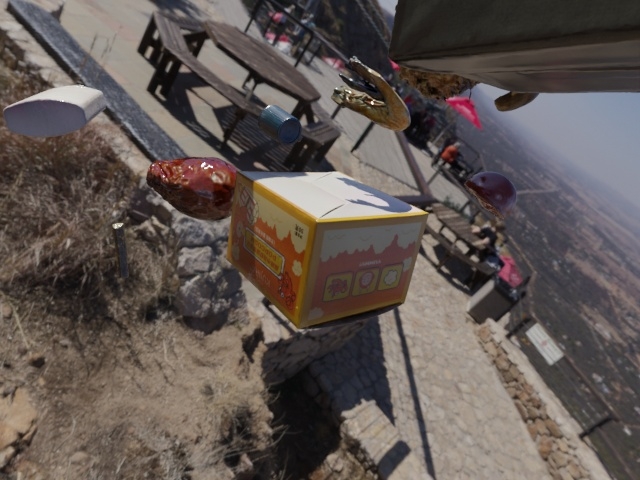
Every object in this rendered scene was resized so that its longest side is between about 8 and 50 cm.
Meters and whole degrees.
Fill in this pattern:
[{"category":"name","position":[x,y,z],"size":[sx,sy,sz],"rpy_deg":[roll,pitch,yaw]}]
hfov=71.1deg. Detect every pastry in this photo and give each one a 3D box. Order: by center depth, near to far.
[{"category":"pastry","position":[0.256,-0.418,0.893],"size":[0.193,0.274,0.275],"rpy_deg":[-19,59,-45]}]

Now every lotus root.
[{"category":"lotus root","position":[0.371,-0.267,0.840],"size":[0.037,0.083,0.030],"rpy_deg":[-1,73,-50]}]

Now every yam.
[{"category":"yam","position":[-0.522,0.028,1.172],"size":[0.032,0.145,0.032],"rpy_deg":[-1,10,0]}]

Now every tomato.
[{"category":"tomato","position":[0.469,-0.132,1.211],"size":[0.159,0.091,0.139],"rpy_deg":[32,15,-52]}]

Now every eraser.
[{"category":"eraser","position":[-0.677,-0.342,1.168],"size":[0.174,0.094,0.270],"rpy_deg":[-9,26,-11]}]

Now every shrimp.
[{"category":"shrimp","position":[0.072,-0.269,0.820],"size":[0.219,0.046,0.152],"rpy_deg":[38,-2,44]}]

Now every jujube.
[{"category":"jujube","position":[-0.304,-0.135,1.085],"size":[0.237,0.168,0.168],"rpy_deg":[17,27,4]}]

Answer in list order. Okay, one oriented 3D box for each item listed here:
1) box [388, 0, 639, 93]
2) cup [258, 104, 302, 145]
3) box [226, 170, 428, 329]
[{"category":"box","position":[0.254,-0.244,0.309],"size":[0.205,0.251,0.345],"rpy_deg":[-4,17,-37]},{"category":"cup","position":[-0.136,-0.433,1.691],"size":[0.150,0.113,0.138],"rpy_deg":[-11,38,-36]},{"category":"box","position":[0.000,0.000,0.868],"size":[0.260,0.213,0.283],"rpy_deg":[-7,26,-35]}]
